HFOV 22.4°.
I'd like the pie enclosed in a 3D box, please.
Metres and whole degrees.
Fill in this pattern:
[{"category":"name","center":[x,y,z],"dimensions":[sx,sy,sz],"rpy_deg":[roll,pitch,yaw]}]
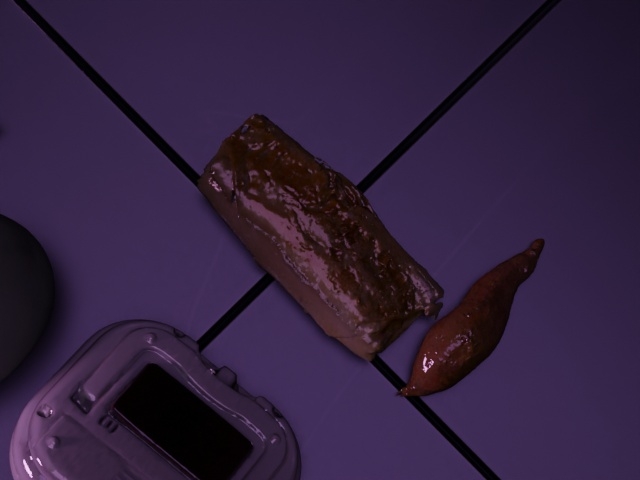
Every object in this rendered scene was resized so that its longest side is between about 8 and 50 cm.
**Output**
[{"category":"pie","center":[0.000,0.000,1.658],"dimensions":[0.282,0.068,0.128],"rpy_deg":[45,77,3]}]

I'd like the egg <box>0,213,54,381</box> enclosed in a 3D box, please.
[{"category":"egg","center":[-0.392,0.071,1.559],"dimensions":[0.283,0.203,0.203],"rpy_deg":[-21,84,-27]}]

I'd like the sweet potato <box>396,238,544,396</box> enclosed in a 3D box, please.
[{"category":"sweet potato","center":[0.164,0.083,1.658],"dimensions":[0.068,0.068,0.226],"rpy_deg":[42,82,3]}]

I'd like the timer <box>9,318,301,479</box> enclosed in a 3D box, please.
[{"category":"timer","center":[-0.157,0.207,1.573],"dimensions":[0.262,0.087,0.237],"rpy_deg":[39,54,2]}]
